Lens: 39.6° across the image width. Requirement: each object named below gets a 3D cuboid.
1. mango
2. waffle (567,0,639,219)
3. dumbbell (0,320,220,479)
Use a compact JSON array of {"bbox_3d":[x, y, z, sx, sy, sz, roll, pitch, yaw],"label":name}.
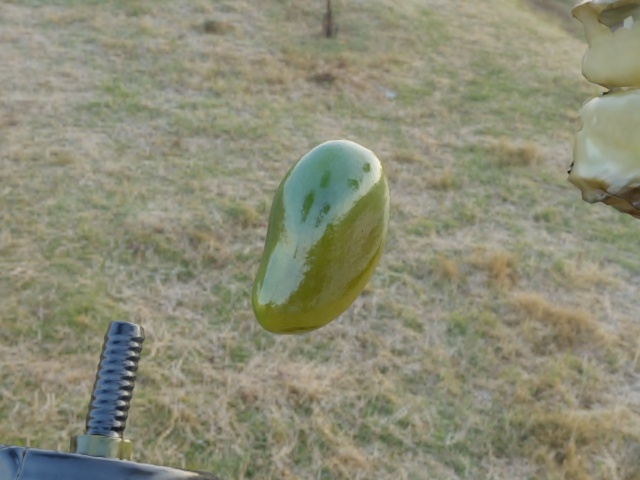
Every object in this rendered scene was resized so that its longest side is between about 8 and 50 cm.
[{"bbox_3d":[0.003,-0.001,0.831,0.085,0.191,0.122,21,2,42],"label":"mango"},{"bbox_3d":[0.242,-0.035,0.241,0.213,0.091,0.308,8,0,-29],"label":"waffle"},{"bbox_3d":[-0.138,0.202,0.473,0.143,0.325,0.143,8,-16,2],"label":"dumbbell"}]
